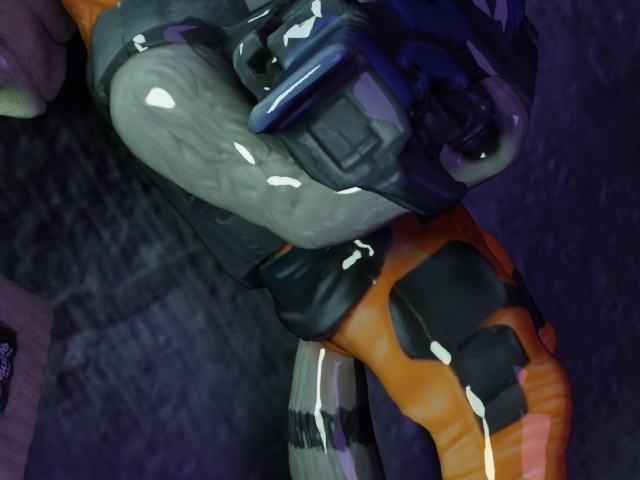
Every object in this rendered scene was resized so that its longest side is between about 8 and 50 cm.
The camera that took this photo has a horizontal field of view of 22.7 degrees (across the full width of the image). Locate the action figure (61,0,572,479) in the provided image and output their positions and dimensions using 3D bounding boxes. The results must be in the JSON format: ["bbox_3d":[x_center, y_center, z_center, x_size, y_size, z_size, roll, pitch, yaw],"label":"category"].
[{"bbox_3d":[0.000,0.000,0.518,0.179,0.341,0.330,-28,94,16],"label":"action figure"}]

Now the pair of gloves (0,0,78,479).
[{"bbox_3d":[-0.151,-0.057,0.480,0.204,0.042,0.240,37,47,-51],"label":"pair of gloves"}]
